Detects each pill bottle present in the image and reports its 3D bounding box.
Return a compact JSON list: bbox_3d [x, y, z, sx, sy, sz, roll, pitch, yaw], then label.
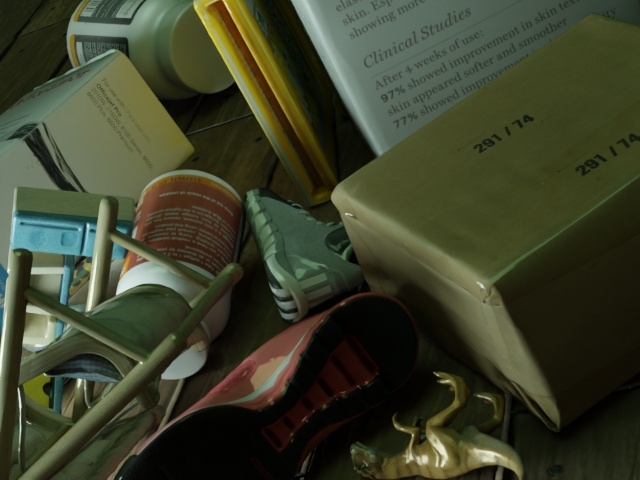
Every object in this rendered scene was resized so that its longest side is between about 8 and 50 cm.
[{"bbox_3d":[-0.149,0.036,1.676,0.121,0.121,0.216,-17,39,22],"label":"pill bottle"},{"bbox_3d":[-0.234,-0.284,2.286,0.162,0.162,0.278,-42,31,-25],"label":"pill bottle"}]

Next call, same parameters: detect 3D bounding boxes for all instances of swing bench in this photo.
[{"bbox_3d":[-0.216,0.124,1.452,0.255,0.165,0.253,-62,-2,16],"label":"swing bench"}]

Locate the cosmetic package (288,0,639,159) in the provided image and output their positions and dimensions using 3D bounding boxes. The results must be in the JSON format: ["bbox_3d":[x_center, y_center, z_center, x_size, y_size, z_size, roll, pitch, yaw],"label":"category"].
[{"bbox_3d":[0.128,-0.308,1.728,0.329,0.394,0.327,-27,27,1],"label":"cosmetic package"}]

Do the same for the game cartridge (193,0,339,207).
[{"bbox_3d":[-0.058,-0.231,1.889,0.052,0.285,0.324,-23,28,13],"label":"game cartridge"}]

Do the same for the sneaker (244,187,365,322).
[{"bbox_3d":[0.000,0.000,1.677,0.132,0.086,0.229,-20,33,-1],"label":"sneaker"}]

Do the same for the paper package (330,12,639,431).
[{"bbox_3d":[0.225,-0.028,1.402,0.325,0.168,0.309,-34,29,-12],"label":"paper package"}]

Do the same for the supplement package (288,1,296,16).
[{"bbox_3d":[0.054,-0.393,2.227,0.244,0.139,0.134,-43,29,-23],"label":"supplement package"}]

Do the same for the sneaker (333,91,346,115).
[{"bbox_3d":[0.078,-0.210,1.982,0.144,0.053,0.059,-25,25,4],"label":"sneaker"}]

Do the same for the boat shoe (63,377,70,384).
[{"bbox_3d":[-0.313,0.162,1.717,0.038,0.046,0.125,-5,27,47],"label":"boat shoe"}]

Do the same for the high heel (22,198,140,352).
[{"bbox_3d":[-0.253,0.024,1.845,0.186,0.093,0.261,-14,35,24],"label":"high heel"}]

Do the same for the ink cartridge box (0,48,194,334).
[{"bbox_3d":[-0.386,-0.035,1.941,0.395,0.166,0.285,-46,20,-30],"label":"ink cartridge box"}]

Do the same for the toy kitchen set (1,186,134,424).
[{"bbox_3d":[-0.263,0.078,1.631,0.122,0.207,0.166,5,47,-11],"label":"toy kitchen set"}]

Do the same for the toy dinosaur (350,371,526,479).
[{"bbox_3d":[0.118,0.169,1.299,0.211,0.064,0.112,-11,48,48],"label":"toy dinosaur"}]

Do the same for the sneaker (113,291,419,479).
[{"bbox_3d":[-0.051,0.163,1.432,0.314,0.116,0.136,-35,7,-11],"label":"sneaker"}]
